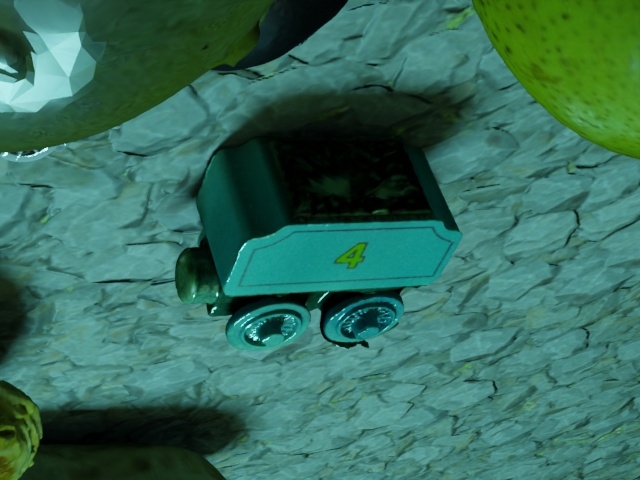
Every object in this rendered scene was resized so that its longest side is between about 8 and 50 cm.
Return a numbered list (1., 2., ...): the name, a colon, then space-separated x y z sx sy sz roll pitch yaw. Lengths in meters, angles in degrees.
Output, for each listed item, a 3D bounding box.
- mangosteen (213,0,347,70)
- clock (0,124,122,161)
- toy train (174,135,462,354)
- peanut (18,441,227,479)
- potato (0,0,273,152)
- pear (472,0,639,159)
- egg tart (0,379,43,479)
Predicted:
1. mangosteen: -0.052 -0.155 0.661 0.137 0.137 0.151 -31 116 25
2. clock: -0.143 -0.091 0.802 0.087 0.041 0.129 9 139 -34
3. toy train: 0.000 0.000 0.986 0.198 0.107 0.154 -2 142 -25
4. peanut: -0.248 0.275 1.292 0.387 0.169 0.192 5 150 -29
5. potato: -0.090 -0.178 0.477 0.359 0.219 0.269 -33 137 25
6. pear: 0.193 -0.169 0.597 0.294 0.294 0.294 -13 152 -7
7. egg tart: -0.363 0.145 1.028 0.319 0.128 0.319 -14 155 -7
